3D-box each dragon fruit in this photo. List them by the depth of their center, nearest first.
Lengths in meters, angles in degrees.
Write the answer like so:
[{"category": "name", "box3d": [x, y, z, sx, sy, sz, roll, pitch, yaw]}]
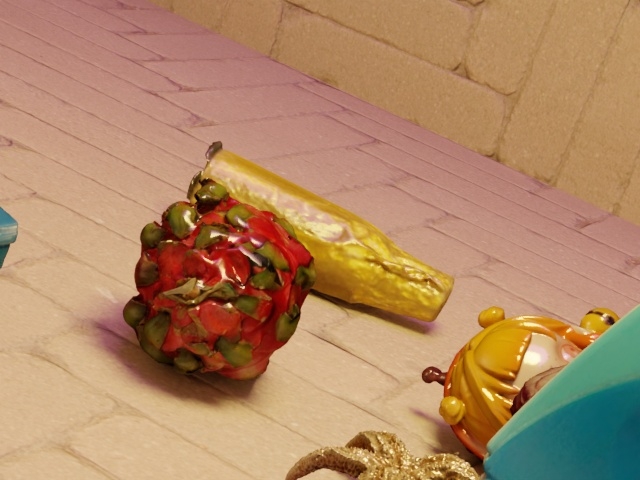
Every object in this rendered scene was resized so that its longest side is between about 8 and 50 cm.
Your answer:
[{"category": "dragon fruit", "box3d": [-0.133, 0.053, 2.090, 0.237, 0.231, 0.302, 25, 22, -12]}]

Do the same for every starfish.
[{"category": "starfish", "box3d": [0.074, 0.270, 1.846, 0.216, 0.071, 0.238, 5, 11, -12]}]

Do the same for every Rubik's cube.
[{"category": "Rubik's cube", "box3d": [0.414, 0.284, 1.600, 0.347, 0.351, 0.352, 45, 0, -42]}]

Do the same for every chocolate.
[{"category": "chocolate", "box3d": [0.000, 0.000, 2.556, 0.445, 0.162, 0.162, 24, 17, 7]}]

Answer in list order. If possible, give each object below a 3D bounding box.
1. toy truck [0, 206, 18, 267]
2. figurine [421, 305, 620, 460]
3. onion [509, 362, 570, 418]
[{"category": "toy truck", "box3d": [-0.562, -0.053, 2.053, 0.385, 0.162, 0.161, 31, 19, 27]}, {"category": "figurine", "box3d": [0.304, 0.222, 2.142, 0.323, 0.196, 0.320, 30, 56, -2]}, {"category": "onion", "box3d": [0.313, 0.273, 1.937, 0.146, 0.280, 0.314, 4, 11, 34]}]
